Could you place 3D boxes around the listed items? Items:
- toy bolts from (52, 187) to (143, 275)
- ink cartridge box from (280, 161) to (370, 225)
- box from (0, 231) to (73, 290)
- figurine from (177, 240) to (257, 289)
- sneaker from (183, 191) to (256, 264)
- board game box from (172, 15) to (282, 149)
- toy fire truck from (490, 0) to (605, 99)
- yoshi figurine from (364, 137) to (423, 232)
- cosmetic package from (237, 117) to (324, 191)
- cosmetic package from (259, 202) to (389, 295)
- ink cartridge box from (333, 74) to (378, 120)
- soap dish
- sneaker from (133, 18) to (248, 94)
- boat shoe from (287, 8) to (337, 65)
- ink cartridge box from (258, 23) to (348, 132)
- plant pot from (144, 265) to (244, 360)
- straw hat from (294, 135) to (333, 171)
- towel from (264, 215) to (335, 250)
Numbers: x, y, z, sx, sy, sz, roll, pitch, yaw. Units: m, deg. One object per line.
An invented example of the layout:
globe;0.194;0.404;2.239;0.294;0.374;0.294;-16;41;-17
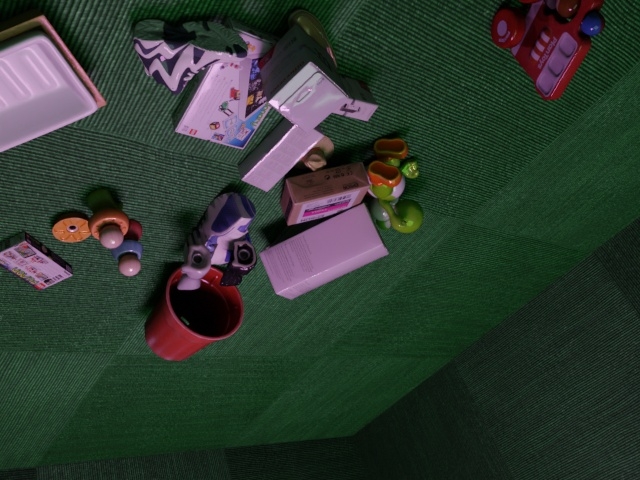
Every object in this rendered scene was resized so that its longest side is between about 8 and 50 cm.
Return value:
toy bolts;-0.581;0.009;1.615;0.218;0.158;0.228;-27;146;6
ink cartridge box;0.009;-0.136;1.771;0.235;0.088;0.193;-15;165;-12
box;-0.803;0.061;1.670;0.114;0.036;0.207;-24;146;3
figurine;-0.313;0.091;1.765;0.215;0.092;0.209;-4;155;-22
sneaker;-0.266;-0.021;1.807;0.182;0.127;0.315;6;144;-41
board game box;-0.199;-0.359;1.420;0.193;0.053;0.305;10;134;-38
toy fire truck;0.575;-0.529;1.451;0.169;0.254;0.302;-7;143;-22
yoshi figurine;0.244;-0.142;1.862;0.204;0.203;0.362;-26;150;-7
cosmetic package;-0.110;-0.242;1.626;0.239;0.060;0.099;-41;140;25
cosmetic package;0.018;0.042;1.907;0.366;0.155;0.197;-26;165;4
ink cartridge box;0.065;-0.366;1.522;0.135;0.099;0.056;6;138;-34
soap dish;-0.616;-0.312;1.187;0.291;0.118;0.229;-22;146;0
sneaker;-0.275;-0.382;1.290;0.235;0.094;0.153;-1;150;-9
boat shoe;-0.007;-0.453;1.384;0.068;0.072;0.190;-33;145;16
ink cartridge box;-0.040;-0.349;1.300;0.128;0.176;0.127;-38;131;23
plant pot;-0.436;0.256;1.974;0.272;0.272;0.265;9;143;-38
straw hat;-0.017;-0.230;1.699;0.144;0.061;0.144;-15;146;-10
towel;0.000;0.000;2.054;0.325;0.038;0.248;14;132;-40
